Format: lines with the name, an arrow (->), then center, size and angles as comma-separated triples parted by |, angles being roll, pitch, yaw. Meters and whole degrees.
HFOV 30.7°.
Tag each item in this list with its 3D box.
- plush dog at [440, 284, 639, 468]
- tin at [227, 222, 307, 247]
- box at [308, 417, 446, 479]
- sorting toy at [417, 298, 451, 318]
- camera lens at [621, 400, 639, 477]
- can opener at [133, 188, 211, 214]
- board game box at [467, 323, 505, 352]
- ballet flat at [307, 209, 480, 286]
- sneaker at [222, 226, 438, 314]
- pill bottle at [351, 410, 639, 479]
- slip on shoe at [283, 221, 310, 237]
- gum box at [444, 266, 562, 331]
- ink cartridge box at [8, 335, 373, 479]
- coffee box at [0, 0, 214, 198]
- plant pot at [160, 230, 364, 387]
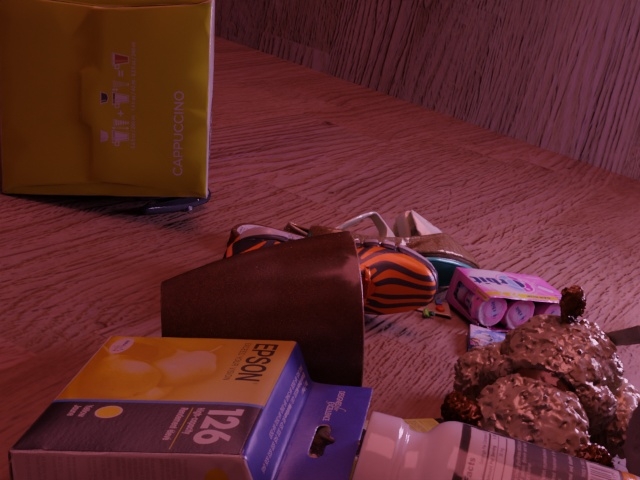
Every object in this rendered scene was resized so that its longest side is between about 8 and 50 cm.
plush dog -> 0.277, 0.197, 1.433 | 0.262, 0.211, 0.225 | 18, 44, 15
tin -> -0.059, 0.016, 1.914 | 0.189, 0.040, 0.106 | 15, 21, 0
box -> 0.057, 0.240, 1.276 | 0.232, 0.058, 0.087 | 4, 20, -34
sorting toy -> 0.181, 0.108, 1.864 | 0.062, 0.012, 0.083 | 15, 17, -3
camera lens -> 0.520, 0.241, 1.391 | 0.274, 0.219, 0.219 | -3, 25, -46
can opener -> -0.254, -0.071, 2.005 | 0.059, 0.073, 0.186 | 58, 29, 4
board game box -> 0.267, 0.161, 1.761 | 0.090, 0.020, 0.090 | 16, 16, 2
ballet flat -> 0.115, 0.012, 1.901 | 0.342, 0.116, 0.124 | -2, 66, -33
sneaker -> 0.009, 0.074, 1.685 | 0.321, 0.125, 0.180 | 6, 21, 5
pill bottle -> 0.164, 0.266, 1.114 | 0.278, 0.162, 0.162 | 16, 17, 5
slip on shoe -> 0.000, 0.000, 1.997 | 0.135, 0.041, 0.051 | 13, 17, -6
gum box -> 0.305, 0.099, 1.905 | 0.188, 0.062, 0.107 | 6, 21, -30
ink cartridge box -> -0.114, 0.176, 1.185 | 0.307, 0.072, 0.303 | -2, 14, 9
coffee box -> -0.351, -0.279, 1.976 | 0.338, 0.338, 0.334 | 2, 19, -6
plant pot -> -0.076, 0.098, 1.408 | 0.230, 0.215, 0.215 | -1, 19, -6
